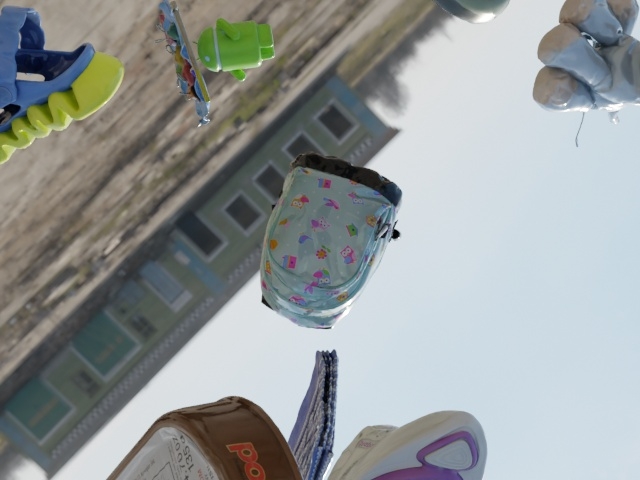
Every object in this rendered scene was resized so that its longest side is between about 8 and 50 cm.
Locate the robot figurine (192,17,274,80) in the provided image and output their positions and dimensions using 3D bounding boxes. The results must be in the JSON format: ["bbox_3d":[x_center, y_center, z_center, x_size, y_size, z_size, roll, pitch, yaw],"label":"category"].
[{"bbox_3d":[-0.126,-0.280,1.389,0.115,0.067,0.101,-7,151,-3],"label":"robot figurine"}]

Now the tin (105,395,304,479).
[{"bbox_3d":[-0.062,0.140,0.431,0.040,0.106,0.189,-1,149,-31],"label":"tin"}]

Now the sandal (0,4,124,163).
[{"bbox_3d":[-0.379,-0.158,1.083,0.317,0.138,0.126,-29,-151,16],"label":"sandal"}]

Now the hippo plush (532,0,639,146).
[{"bbox_3d":[0.505,-0.262,1.568,0.234,0.294,0.237,-28,-146,-29],"label":"hippo plush"}]

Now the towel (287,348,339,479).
[{"bbox_3d":[-0.029,0.329,1.456,0.336,0.040,0.243,-82,-169,-72],"label":"towel"}]

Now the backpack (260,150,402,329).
[{"bbox_3d":[0.000,0.000,1.031,0.115,0.152,0.182,91,18,-60],"label":"backpack"}]

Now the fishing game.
[{"bbox_3d":[-0.201,-0.248,1.359,0.041,0.189,0.264,-20,-163,-10],"label":"fishing game"}]

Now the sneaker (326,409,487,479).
[{"bbox_3d":[0.070,0.236,1.015,0.305,0.114,0.152,126,-20,-45],"label":"sneaker"}]

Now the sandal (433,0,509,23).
[{"bbox_3d":[0.100,-0.303,0.726,0.120,0.302,0.086,3,153,-34],"label":"sandal"}]
